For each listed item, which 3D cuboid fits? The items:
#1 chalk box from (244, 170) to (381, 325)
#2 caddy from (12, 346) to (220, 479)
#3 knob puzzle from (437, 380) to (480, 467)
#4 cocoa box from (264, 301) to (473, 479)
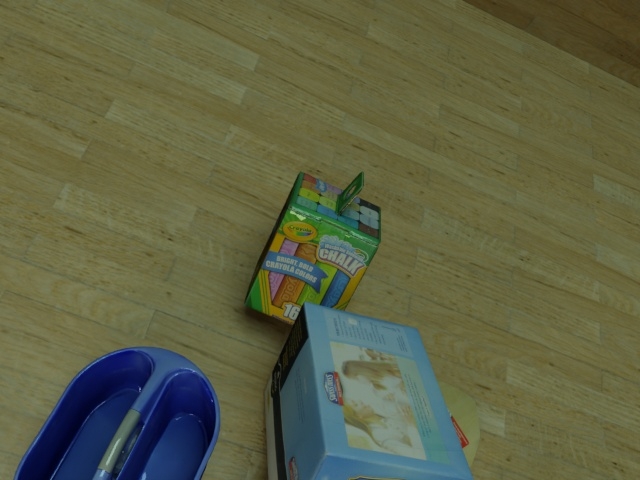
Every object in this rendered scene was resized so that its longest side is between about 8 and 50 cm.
[{"bbox_3d":[0.000,0.000,1.243,0.179,0.289,0.180,23,24,-5],"label":"chalk box"},{"bbox_3d":[-0.291,0.323,0.988,0.241,0.179,0.341,19,52,4],"label":"caddy"},{"bbox_3d":[0.233,0.362,1.315,0.213,0.030,0.213,11,56,-17],"label":"knob puzzle"},{"bbox_3d":[0.053,0.302,1.068,0.231,0.228,0.347,15,27,-15],"label":"cocoa box"}]
